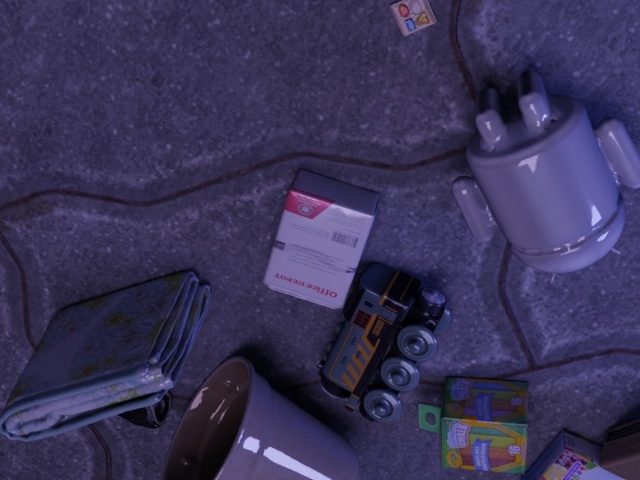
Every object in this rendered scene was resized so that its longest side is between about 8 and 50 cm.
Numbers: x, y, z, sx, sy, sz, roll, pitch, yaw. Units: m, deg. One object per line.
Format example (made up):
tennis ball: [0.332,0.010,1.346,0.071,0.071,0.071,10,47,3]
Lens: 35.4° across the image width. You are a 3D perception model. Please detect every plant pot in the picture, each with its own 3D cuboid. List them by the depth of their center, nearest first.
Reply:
plant pot: [-0.106,0.448,2.017,0.305,0.334,0.334,30,124,-21]

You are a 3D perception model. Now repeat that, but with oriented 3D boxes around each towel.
towel: [-0.404,0.215,1.902,0.374,0.320,0.090,-17,119,20]

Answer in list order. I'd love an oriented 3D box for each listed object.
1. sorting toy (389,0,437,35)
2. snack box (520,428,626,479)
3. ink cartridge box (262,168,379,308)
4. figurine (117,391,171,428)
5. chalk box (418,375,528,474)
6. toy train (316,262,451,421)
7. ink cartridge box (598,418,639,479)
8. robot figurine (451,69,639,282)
sorting toy: [0.142,-0.371,1.596,0.062,0.012,0.083,-19,117,22]
snack box: [0.539,0.498,2.036,0.207,0.070,0.174,24,123,-6]
ink cartridge box: [0.000,0.000,1.816,0.158,0.092,0.218,18,122,0]
figurine: [-0.447,0.300,2.097,0.209,0.092,0.215,-2,130,19]
chalk box: [0.296,0.358,1.959,0.213,0.132,0.132,1,122,11]
toy train: [0.115,0.199,1.903,0.190,0.142,0.334,29,126,7]
ink cartridge box: [0.683,0.425,1.901,0.234,0.088,0.193,27,153,-6]
robot figurine: [0.366,-0.093,1.615,0.300,0.200,0.353,-19,116,23]
